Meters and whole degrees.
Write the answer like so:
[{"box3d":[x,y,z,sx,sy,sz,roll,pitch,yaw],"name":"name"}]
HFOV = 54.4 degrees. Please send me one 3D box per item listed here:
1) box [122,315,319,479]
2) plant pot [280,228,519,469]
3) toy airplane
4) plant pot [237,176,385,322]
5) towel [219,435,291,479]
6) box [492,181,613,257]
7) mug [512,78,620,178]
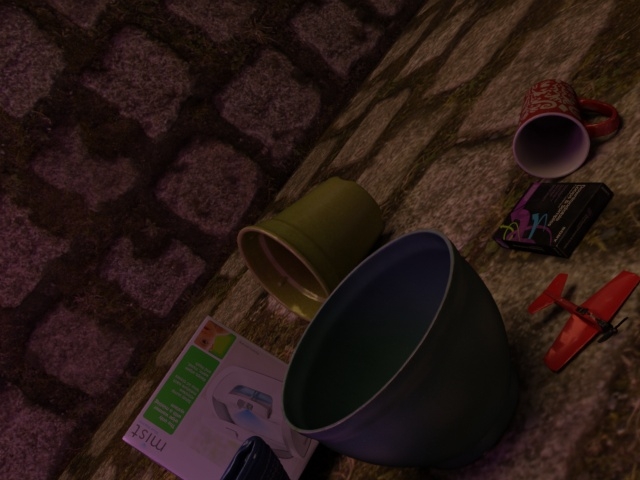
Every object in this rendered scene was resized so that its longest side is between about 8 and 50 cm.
[{"box3d":[-0.135,0.294,1.003,0.231,0.262,0.127,-56,-8,-22],"name":"box"},{"box3d":[0.118,0.159,0.777,0.293,0.196,0.293,-44,18,18],"name":"plant pot"},{"box3d":[0.307,0.081,0.749,0.151,0.028,0.151,-43,17,17],"name":"toy airplane"},{"box3d":[0.000,0.000,1.388,0.254,0.276,0.276,-46,13,-26],"name":"plant pot"},{"box3d":[-0.107,0.395,0.764,0.243,0.040,0.336,-58,-24,-28],"name":"towel"},{"box3d":[0.338,-0.035,0.923,0.116,0.029,0.162,-52,17,-7],"name":"box"},{"box3d":[0.396,-0.187,1.025,0.169,0.150,0.113,-64,-15,-51],"name":"mug"}]
